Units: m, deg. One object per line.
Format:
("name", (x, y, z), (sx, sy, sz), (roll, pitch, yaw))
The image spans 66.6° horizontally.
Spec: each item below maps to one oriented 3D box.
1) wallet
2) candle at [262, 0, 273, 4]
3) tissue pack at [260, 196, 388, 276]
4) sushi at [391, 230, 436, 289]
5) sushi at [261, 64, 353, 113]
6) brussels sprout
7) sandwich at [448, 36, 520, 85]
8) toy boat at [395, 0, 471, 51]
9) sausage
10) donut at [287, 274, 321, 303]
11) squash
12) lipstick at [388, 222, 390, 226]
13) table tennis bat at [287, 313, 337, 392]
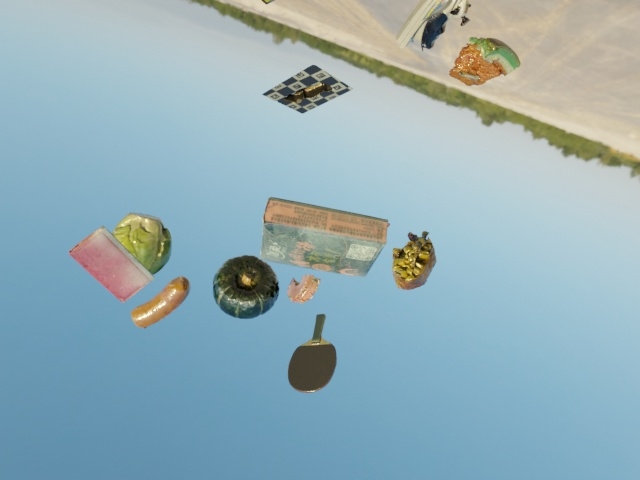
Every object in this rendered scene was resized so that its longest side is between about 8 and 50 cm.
("wallet", (-0.591, 0.073, 1.394), (0.025, 0.119, 0.232), (35, 161, 47))
("candle", (-0.111, -0.708, 1.358), (0.131, 0.051, 0.052), (-10, -178, 34))
("tissue pack", (0.000, 0.000, 1.298), (0.316, 0.228, 0.103), (10, -119, -5))
("sushi", (0.339, 0.067, 1.776), (0.167, 0.179, 0.296), (-10, -157, 42))
("sushi", (-0.042, -0.476, 1.485), (0.215, 0.050, 0.192), (-15, 163, 38))
("brussels sprout", (-0.643, 0.022, 1.737), (0.244, 0.244, 0.244), (18, -159, -7))
("sandwich", (0.515, -0.542, 1.511), (0.185, 0.159, 0.109), (9, -142, -34))
("toy boat", (0.337, -0.643, 1.384), (0.141, 0.140, 0.270), (6, 163, -34))
("sausage", (-0.615, 0.242, 1.908), (0.109, 0.271, 0.109), (50, -169, -13))
("donut", (-0.070, 0.191, 1.857), (0.065, 0.116, 0.166), (31, 156, -22))
("squash", (-0.282, 0.177, 1.844), (0.253, 0.165, 0.252), (2, -128, -3))
("lipstick", (0.214, -0.028, 1.745), (0.025, 0.025, 0.107), (33, -115, 33))
("table tennis bat", (-0.023, 0.378, 1.658), (0.174, 0.022, 0.301), (-8, -137, 19))
